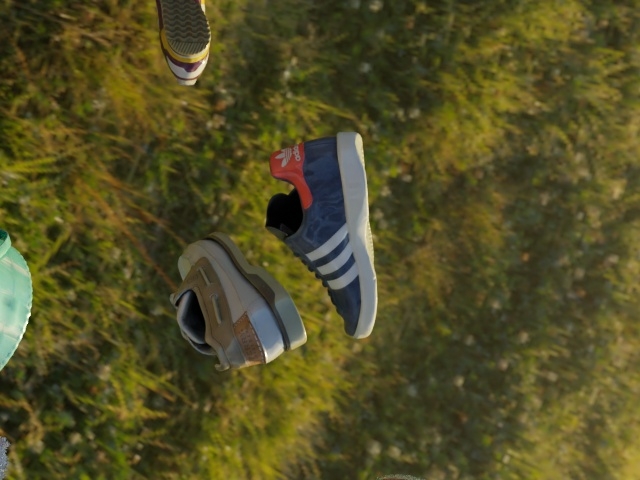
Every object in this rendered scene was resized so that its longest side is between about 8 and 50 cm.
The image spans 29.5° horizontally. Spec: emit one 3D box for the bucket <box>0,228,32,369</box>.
[{"bbox_3d":[-0.543,0.075,1.657,0.183,0.281,0.281,37,78,-52],"label":"bucket"}]

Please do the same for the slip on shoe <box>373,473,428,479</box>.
[{"bbox_3d":[0.168,0.413,1.744,0.123,0.331,0.101,41,70,-31],"label":"slip on shoe"}]

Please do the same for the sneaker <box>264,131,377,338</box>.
[{"bbox_3d":[0.000,0.000,1.729,0.148,0.131,0.350,-6,127,2],"label":"sneaker"}]

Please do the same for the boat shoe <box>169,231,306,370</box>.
[{"bbox_3d":[-0.123,0.070,1.423,0.103,0.302,0.113,-27,109,-16],"label":"boat shoe"}]

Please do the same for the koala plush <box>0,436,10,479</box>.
[{"bbox_3d":[-0.388,0.289,1.218,0.196,0.221,0.203,-1,138,-19],"label":"koala plush"}]

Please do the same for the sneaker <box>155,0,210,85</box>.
[{"bbox_3d":[-0.165,-0.270,1.416,0.069,0.186,0.084,2,152,-11],"label":"sneaker"}]
